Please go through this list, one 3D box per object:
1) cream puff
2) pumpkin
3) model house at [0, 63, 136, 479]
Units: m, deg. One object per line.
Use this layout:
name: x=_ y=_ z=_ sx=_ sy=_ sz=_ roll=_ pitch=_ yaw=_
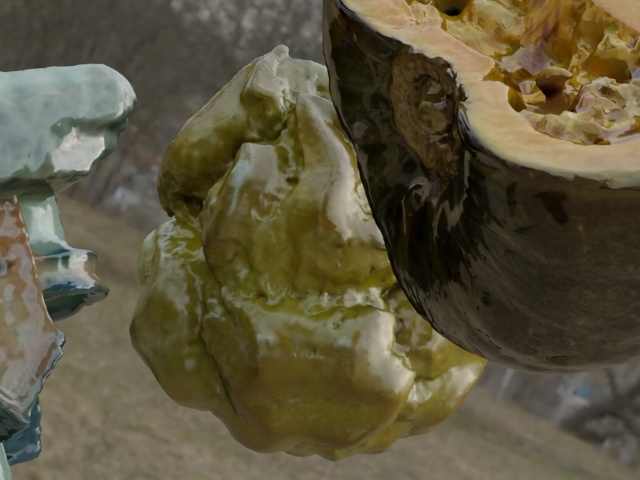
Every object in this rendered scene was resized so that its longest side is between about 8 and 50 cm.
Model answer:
cream puff: x=0.001 y=0.001 z=1.256 sx=0.291 sy=0.257 sz=0.324 roll=7 pitch=30 yaw=-7
pumpkin: x=0.147 y=-0.052 z=0.906 sx=0.242 sy=0.232 sz=0.325 roll=-20 pitch=42 yaw=-10
model house: x=-0.228 y=0.075 z=1.080 sx=0.194 sy=0.325 sz=0.267 roll=-9 pitch=-12 yaw=-38
